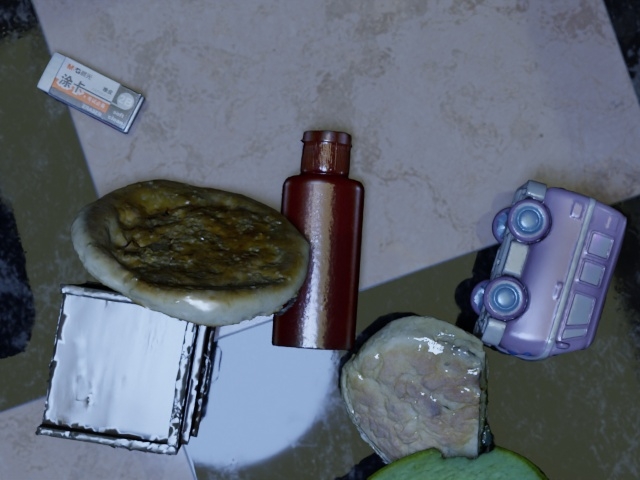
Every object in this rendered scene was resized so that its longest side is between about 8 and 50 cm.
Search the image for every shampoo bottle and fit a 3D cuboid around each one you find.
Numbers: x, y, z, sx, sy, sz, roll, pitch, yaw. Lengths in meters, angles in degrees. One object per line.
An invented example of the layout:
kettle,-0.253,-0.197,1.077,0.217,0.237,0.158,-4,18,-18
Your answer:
shampoo bottle,0.000,0.000,1.520,0.102,0.064,0.260,4,87,0

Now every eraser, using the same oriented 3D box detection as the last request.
eraser,-0.277,-0.178,1.535,0.122,0.029,0.052,28,87,-1

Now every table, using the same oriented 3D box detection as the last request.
table,-0.210,0.142,1.443,0.173,0.193,0.169,9,88,-1

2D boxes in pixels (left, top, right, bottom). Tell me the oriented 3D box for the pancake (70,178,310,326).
pancake,-0.143,0.005,1.421,0.283,0.282,0.049,10,120,-1

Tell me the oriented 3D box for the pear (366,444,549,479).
pear,0.176,0.382,1.438,0.293,0.159,0.292,12,120,21

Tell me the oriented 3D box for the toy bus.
toy bus,0.264,0.043,1.487,0.142,0.142,0.202,18,87,0

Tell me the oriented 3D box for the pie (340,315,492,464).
pie,0.111,0.187,1.484,0.185,0.052,0.218,6,119,14
